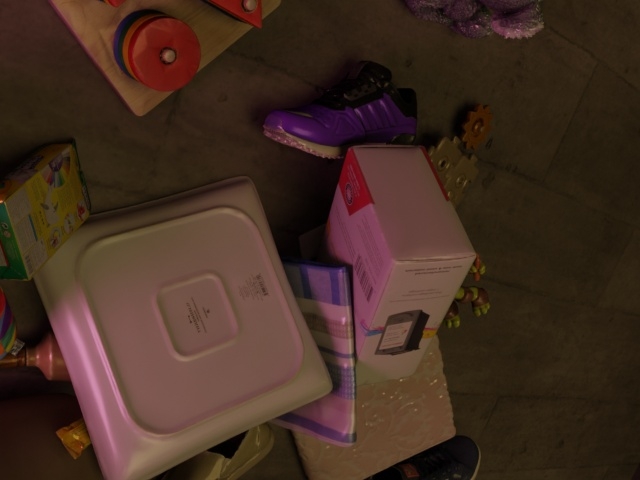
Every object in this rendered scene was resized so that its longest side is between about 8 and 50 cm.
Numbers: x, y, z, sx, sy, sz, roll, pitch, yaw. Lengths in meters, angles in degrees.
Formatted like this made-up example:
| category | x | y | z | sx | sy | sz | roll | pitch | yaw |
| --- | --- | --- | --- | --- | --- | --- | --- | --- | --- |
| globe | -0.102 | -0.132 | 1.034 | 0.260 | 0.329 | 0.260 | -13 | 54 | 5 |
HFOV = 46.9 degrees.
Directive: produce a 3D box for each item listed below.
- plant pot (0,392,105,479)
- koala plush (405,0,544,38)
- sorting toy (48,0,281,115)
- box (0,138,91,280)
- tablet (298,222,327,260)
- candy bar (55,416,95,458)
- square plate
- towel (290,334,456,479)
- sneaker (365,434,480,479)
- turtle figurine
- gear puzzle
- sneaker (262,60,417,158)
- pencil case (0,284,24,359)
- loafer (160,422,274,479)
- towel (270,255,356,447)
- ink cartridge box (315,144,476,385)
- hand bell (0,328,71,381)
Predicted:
| category | x | y | z | sx | sy | sz | roll | pitch | yaw |
| --- | --- | --- | --- | --- | --- | --- | --- | --- | --- |
| plant pot | -0.409 | 0.326 | 0.903 | 0.280 | 0.323 | 0.323 | -19 | 125 | -49 |
| koala plush | 0.251 | -0.391 | 1.091 | 0.203 | 0.221 | 0.196 | -5 | 116 | -37 |
| sorting toy | -0.178 | -0.314 | 0.876 | 0.257 | 0.089 | 0.255 | -43 | 132 | -13 |
| box | -0.330 | -0.044 | 0.875 | 0.179 | 0.043 | 0.105 | -67 | 157 | -58 |
| tablet | 0.000 | 0.000 | 1.241 | 0.083 | 0.006 | 0.054 | -26 | 127 | -26 |
| candy bar | -0.275 | 0.230 | 0.949 | 0.018 | 0.040 | 0.161 | -37 | 176 | 21 |
| square plate | -0.172 | 0.099 | 0.983 | 0.344 | 0.049 | 0.347 | -18 | 83 | -32 |
| towel | 0.094 | 0.320 | 1.403 | 0.317 | 0.053 | 0.332 | -22 | 126 | -9 |
| sneaker | 0.206 | 0.513 | 1.587 | 0.350 | 0.131 | 0.148 | -30 | 133 | -23 |
| turtle figurine | 0.217 | 0.110 | 1.415 | 0.269 | 0.087 | 0.217 | -41 | 143 | 19 |
| gear puzzle | 0.202 | -0.105 | 1.324 | 0.175 | 0.044 | 0.339 | 30 | 93 | -51 |
| sneaker | 0.040 | -0.202 | 1.113 | 0.293 | 0.102 | 0.146 | -2 | 109 | -43 |
| pencil case | -0.399 | 0.077 | 0.818 | 0.104 | 0.104 | 0.236 | -30 | 164 | -24 |
| loafer | -0.196 | 0.376 | 1.221 | 0.268 | 0.102 | 0.092 | -40 | 131 | -28 |
| towel | -0.034 | 0.165 | 1.130 | 0.034 | 0.209 | 0.285 | -17 | 109 | -48 |
| ink cartridge box | 0.094 | 0.041 | 1.110 | 0.131 | 0.226 | 0.306 | -5 | 141 | -17 |
| hand bell | -0.397 | 0.151 | 0.955 | 0.242 | 0.126 | 0.126 | 0 | 113 | -24 |
